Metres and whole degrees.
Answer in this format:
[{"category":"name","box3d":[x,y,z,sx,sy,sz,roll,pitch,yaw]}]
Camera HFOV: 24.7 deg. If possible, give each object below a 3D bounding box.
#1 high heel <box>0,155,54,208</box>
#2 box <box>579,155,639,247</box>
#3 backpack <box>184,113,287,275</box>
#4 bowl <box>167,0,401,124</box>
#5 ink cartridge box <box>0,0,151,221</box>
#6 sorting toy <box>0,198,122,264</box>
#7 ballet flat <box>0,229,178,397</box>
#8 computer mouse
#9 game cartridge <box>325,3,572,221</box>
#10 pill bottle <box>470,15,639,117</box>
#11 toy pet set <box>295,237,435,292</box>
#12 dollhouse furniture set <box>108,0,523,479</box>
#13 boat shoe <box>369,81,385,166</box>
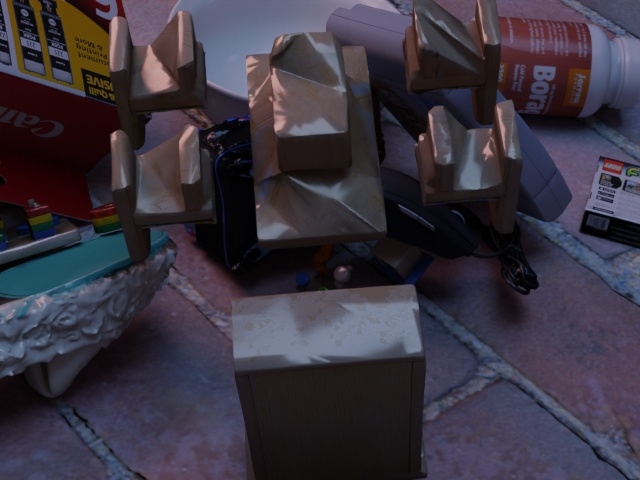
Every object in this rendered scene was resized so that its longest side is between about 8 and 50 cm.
[{"category":"high heel","box3d":[-0.407,-0.033,1.568,0.186,0.093,0.261,17,42,3]},{"category":"box","box3d":[0.418,-0.030,1.721,0.207,0.036,0.114,16,42,10]},{"category":"backpack","box3d":[-0.055,-0.066,1.602,0.173,0.158,0.117,-22,32,-28]},{"category":"bowl","box3d":[-0.039,-0.199,1.773,0.298,0.134,0.298,4,40,-3]},{"category":"ink cartridge box","box3d":[-0.346,-0.186,1.566,0.309,0.130,0.271,13,50,-46]},{"category":"sorting toy","box3d":[-0.334,-0.006,1.515,0.275,0.046,0.132,-18,10,-13]},{"category":"ballet flat","box3d":[-0.314,0.104,1.392,0.409,0.147,0.147,-21,48,-34]},{"category":"computer mouse","box3d":[0.120,-0.039,1.594,0.262,0.060,0.184,23,19,-7]},{"category":"game cartridge","box3d":[0.146,-0.135,1.598,0.062,0.297,0.198,-48,33,-5]},{"category":"pill bottle","box3d":[0.292,-0.219,1.853,0.216,0.121,0.121,3,41,-4]},{"category":"toy pet set","box3d":[0.059,0.042,1.587,0.122,0.065,0.114,35,83,32]},{"category":"dollhouse furniture set","box3d":[0.000,0.000,1.370,0.362,0.256,0.394,-5,58,-1]},{"category":"boat shoe","box3d":[0.041,-0.107,1.648,0.064,0.178,0.060,31,43,30]}]
